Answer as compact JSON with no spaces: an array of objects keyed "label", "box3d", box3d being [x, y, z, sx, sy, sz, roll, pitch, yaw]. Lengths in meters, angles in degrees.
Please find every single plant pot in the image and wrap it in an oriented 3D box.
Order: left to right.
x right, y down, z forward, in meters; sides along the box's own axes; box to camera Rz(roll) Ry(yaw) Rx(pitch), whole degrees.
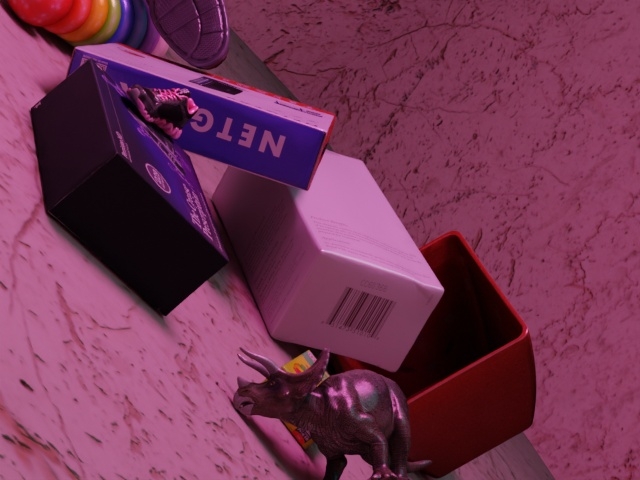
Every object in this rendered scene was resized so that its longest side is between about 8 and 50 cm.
[{"label":"plant pot","box3d":[0.178,0.196,2.010,0.236,0.267,0.267,61,0,-40]}]

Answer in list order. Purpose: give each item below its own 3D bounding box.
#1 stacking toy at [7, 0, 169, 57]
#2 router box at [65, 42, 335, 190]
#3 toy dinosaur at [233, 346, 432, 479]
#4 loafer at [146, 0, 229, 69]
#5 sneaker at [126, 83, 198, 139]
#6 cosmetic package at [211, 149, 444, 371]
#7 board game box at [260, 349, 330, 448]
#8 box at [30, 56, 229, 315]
[{"label":"stacking toy","box3d":[-0.339,-0.334,1.909,0.141,0.141,0.330,53,12,14]},{"label":"router box","box3d":[-0.152,-0.173,1.784,0.335,0.082,0.301,18,10,-1]},{"label":"toy dinosaur","box3d":[0.053,0.202,1.474,0.313,0.121,0.160,14,61,-44]},{"label":"loafer","box3d":[-0.213,-0.371,1.942,0.302,0.109,0.095,58,0,16]},{"label":"sneaker","box3d":[-0.179,-0.160,1.531,0.047,0.057,0.119,54,8,21]},{"label":"cosmetic package","box3d":[0.000,0.000,1.941,0.217,0.156,0.385,19,23,-27]},{"label":"board game box","box3d":[-0.017,0.190,1.615,0.092,0.043,0.181,52,8,5]},{"label":"box","box3d":[-0.215,-0.065,1.463,0.184,0.103,0.261,43,11,-32]}]
